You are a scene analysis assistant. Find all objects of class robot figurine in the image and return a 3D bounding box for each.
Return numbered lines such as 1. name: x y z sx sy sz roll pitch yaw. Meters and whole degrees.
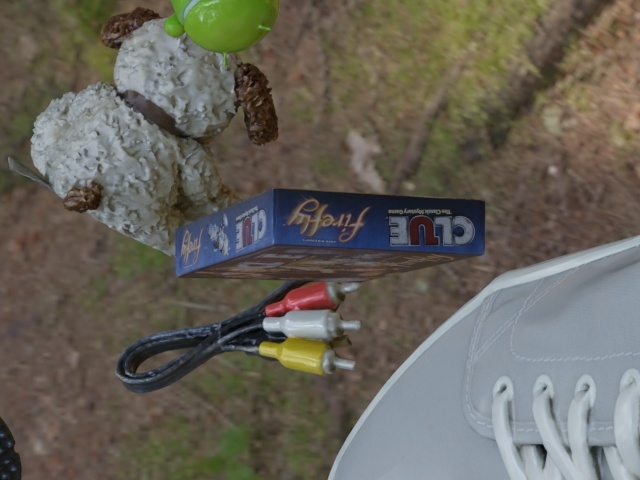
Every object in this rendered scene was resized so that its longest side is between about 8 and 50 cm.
1. robot figurine: -0.068 -0.172 1.174 0.101 0.067 0.115 -36 67 34

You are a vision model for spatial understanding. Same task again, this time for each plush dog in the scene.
1. plush dog: -0.171 -0.122 1.828 0.262 0.210 0.225 32 94 12

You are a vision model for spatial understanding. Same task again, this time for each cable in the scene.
1. cable: -0.087 0.091 1.948 0.287 0.072 0.139 -4 57 14

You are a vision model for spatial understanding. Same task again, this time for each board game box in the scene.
1. board game box: 0.000 0.000 1.379 0.243 0.165 0.042 162 109 -69

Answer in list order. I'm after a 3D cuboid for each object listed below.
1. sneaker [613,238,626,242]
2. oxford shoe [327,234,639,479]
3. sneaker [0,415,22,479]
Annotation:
1. sneaker: 0.193 0.088 1.014 0.258 0.094 0.091 -116 38 -54
2. oxford shoe: 0.138 0.081 0.763 0.449 0.130 0.169 -32 89 43
3. sneaker: -0.116 0.025 0.443 0.040 0.044 0.109 -34 100 -17
